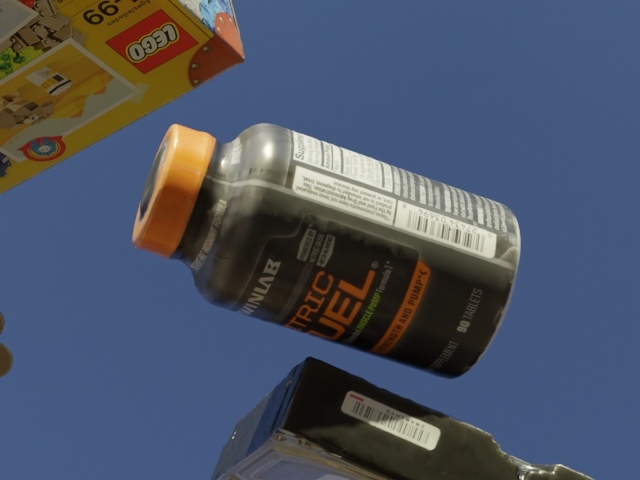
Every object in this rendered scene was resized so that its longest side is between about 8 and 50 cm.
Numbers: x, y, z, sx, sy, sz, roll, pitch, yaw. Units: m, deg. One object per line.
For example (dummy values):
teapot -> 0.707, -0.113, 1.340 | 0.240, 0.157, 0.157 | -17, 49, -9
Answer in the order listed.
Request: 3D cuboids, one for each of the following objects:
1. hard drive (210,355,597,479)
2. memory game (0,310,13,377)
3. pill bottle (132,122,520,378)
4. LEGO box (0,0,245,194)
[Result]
hard drive -> 0.052, 0.190, 1.038 | 0.237, 0.339, 0.064 | 24, -109, -6
memory game -> -0.403, 0.114, 1.394 | 0.186, 0.012, 0.186 | 0, -90, 6
pill bottle -> 0.000, 0.000, 0.935 | 0.246, 0.130, 0.130 | 18, -74, -12
LEGO box -> -0.392, -0.217, 1.351 | 0.500, 0.372, 0.193 | -26, -123, 19
